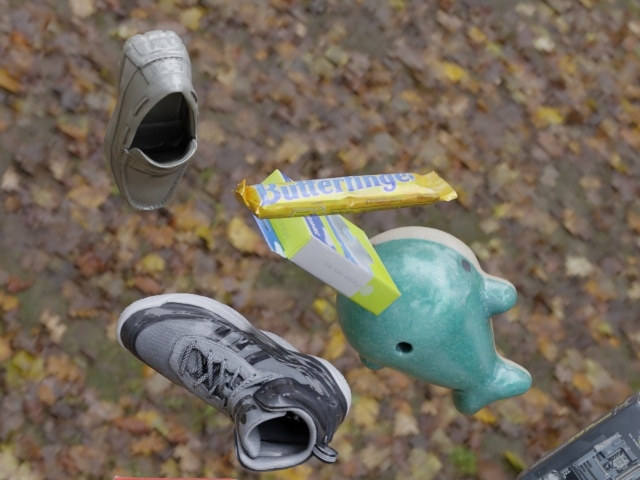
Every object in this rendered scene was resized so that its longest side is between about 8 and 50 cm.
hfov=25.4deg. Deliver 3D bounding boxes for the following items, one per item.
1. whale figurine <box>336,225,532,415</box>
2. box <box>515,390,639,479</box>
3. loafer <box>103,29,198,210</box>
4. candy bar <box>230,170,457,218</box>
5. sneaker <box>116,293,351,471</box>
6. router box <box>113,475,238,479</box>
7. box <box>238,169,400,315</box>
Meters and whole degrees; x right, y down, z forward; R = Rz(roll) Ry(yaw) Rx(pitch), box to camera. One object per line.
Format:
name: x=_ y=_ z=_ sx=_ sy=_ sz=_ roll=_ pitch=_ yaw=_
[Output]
whale figurine: x=0.133 y=0.114 z=1.641 sx=0.272 sy=0.216 sz=0.141 roll=51 pitch=29 yaw=-23
box: x=0.368 y=0.320 z=1.646 sx=0.232 sy=0.183 sz=0.059 roll=53 pitch=18 yaw=4
loafer: x=-0.212 y=-0.129 z=1.805 sx=0.112 sy=0.319 sz=0.111 roll=-14 pitch=59 yaw=-16
candy bar: x=0.017 y=-0.032 z=0.975 sx=0.161 sy=0.018 sz=0.040 roll=-5 pitch=32 yaw=-26
sneaker: x=-0.092 y=0.150 z=1.480 sx=0.268 sy=0.101 sz=0.153 roll=24 pitch=20 yaw=-7
router box: x=-0.052 y=0.320 z=0.588 sx=0.335 sy=0.082 sz=0.301 roll=57 pitch=48 yaw=-26
box: x=0.000 y=0.000 z=1.458 sx=0.178 sy=0.042 sz=0.109 roll=34 pitch=20 yaw=-45
